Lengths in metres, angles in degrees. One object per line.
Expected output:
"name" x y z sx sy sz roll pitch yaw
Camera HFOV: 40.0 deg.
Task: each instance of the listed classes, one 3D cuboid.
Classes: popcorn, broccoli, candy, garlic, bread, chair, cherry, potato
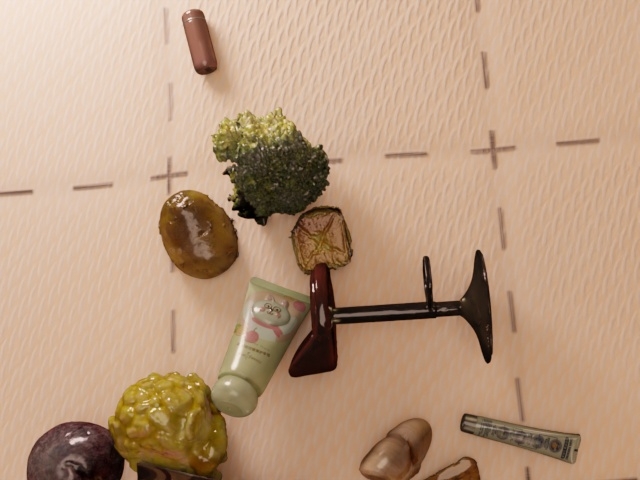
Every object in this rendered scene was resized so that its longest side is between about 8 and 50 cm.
"popcorn" -0.288 0.365 1.737 0.259 0.259 0.212 1 46 5
"broccoli" -0.127 -0.165 1.822 0.263 0.247 0.243 2 42 -33
"candy" 0.290 0.572 1.719 0.143 0.101 0.271 -21 75 -6
"garlic" 0.152 0.419 1.745 0.099 0.124 0.174 36 59 24
"bread" 0.000 0.000 1.837 0.127 0.069 0.140 -14 84 3
"chair" 0.125 0.146 1.729 0.401 0.226 0.227 -6 81 4
"cherry" -0.493 0.451 1.758 0.195 0.195 0.195 -1 82 4
"potato" -0.260 -0.016 1.856 0.164 0.081 0.200 -31 83 -1

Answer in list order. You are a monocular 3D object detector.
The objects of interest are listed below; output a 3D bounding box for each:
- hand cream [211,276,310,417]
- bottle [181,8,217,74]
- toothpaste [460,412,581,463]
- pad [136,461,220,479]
"hand cream" -0.125 0.212 1.769 0.147 0.093 0.306 19 51 6
"bottle" -0.265 -0.436 1.929 0.053 0.053 0.140 -15 81 2
"toothpaste" 0.401 0.392 1.764 0.239 0.039 0.062 13 87 4
"pad" -0.201 0.532 1.720 0.330 0.220 0.004 11 41 4
